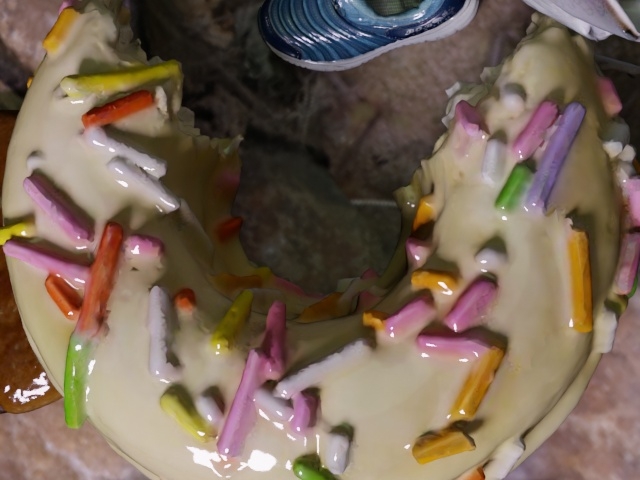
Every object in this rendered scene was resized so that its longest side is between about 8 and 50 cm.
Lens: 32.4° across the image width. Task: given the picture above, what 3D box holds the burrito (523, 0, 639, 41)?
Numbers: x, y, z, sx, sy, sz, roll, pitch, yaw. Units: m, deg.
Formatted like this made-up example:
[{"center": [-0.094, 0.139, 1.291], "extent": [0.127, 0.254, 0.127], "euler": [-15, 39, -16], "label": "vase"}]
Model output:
[{"center": [0.027, -0.221, 0.618], "extent": [0.445, 0.139, 0.101], "euler": [37, 103, 42], "label": "burrito"}]

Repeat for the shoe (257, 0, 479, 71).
[{"center": [0.027, -0.151, 0.694], "extent": [0.143, 0.071, 0.063], "euler": [-10, 76, 14], "label": "shoe"}]

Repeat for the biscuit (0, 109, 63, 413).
[{"center": [-0.218, 0.011, 0.729], "extent": [0.212, 0.036, 0.212], "euler": [-2, 77, 10], "label": "biscuit"}]

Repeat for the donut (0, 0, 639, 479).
[{"center": [-0.009, 0.006, 0.614], "extent": [0.371, 0.150, 0.307], "euler": [5, 83, 6], "label": "donut"}]
